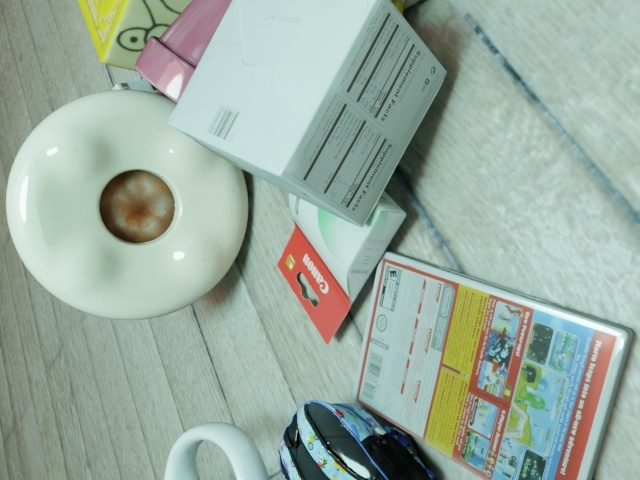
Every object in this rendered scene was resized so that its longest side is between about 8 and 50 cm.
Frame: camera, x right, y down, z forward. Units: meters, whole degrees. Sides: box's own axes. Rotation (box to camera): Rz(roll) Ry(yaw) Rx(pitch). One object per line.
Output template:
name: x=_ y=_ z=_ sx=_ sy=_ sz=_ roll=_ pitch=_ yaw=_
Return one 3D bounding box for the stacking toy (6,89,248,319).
stacking toy: x=-0.366 y=-0.070 z=0.967 sx=0.480 sy=0.350 sz=0.351 roll=12 pitch=99 yaw=62

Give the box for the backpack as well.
backpack: x=0.034 y=0.281 z=0.639 sx=0.173 sy=0.116 sz=0.158 roll=44 pitch=120 yaw=35

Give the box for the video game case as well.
video game case: x=0.162 y=0.144 z=0.577 sx=0.285 sy=0.025 sz=0.204 roll=20 pitch=103 yaw=44

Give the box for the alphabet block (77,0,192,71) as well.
alphabet block: x=-0.271 y=-0.409 z=0.888 sx=0.192 sy=0.197 sz=0.193 roll=-48 pitch=58 yaw=33

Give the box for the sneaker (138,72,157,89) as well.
sneaker: x=-0.328 y=-0.336 z=1.057 sx=0.135 sy=0.052 sz=0.058 roll=7 pitch=105 yaw=52

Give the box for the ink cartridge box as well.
ink cartridge box: x=0.000 y=0.000 z=0.705 sx=0.225 sy=0.056 sz=0.181 roll=-60 pitch=43 yaw=25

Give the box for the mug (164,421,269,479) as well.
mug: x=-0.130 y=0.438 z=0.693 sx=0.328 sy=0.276 sz=0.374 roll=-26 pitch=68 yaw=43

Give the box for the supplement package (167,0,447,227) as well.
supplement package: x=-0.027 y=-0.168 z=0.624 sx=0.261 sy=0.145 sz=0.204 roll=30 pitch=91 yaw=45

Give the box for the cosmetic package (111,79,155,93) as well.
cosmetic package: x=-0.412 y=-0.221 z=1.090 sx=0.231 sy=0.085 sz=0.117 roll=-28 pitch=93 yaw=40

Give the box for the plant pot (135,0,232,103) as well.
plant pot: x=-0.144 y=-0.281 z=0.781 sx=0.201 sy=0.201 sz=0.180 roll=43 pitch=103 yaw=36

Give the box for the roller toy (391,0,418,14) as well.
roller toy: x=0.057 y=-0.365 z=0.597 sx=0.191 sy=0.146 sz=0.209 roll=-44 pitch=69 yaw=43
